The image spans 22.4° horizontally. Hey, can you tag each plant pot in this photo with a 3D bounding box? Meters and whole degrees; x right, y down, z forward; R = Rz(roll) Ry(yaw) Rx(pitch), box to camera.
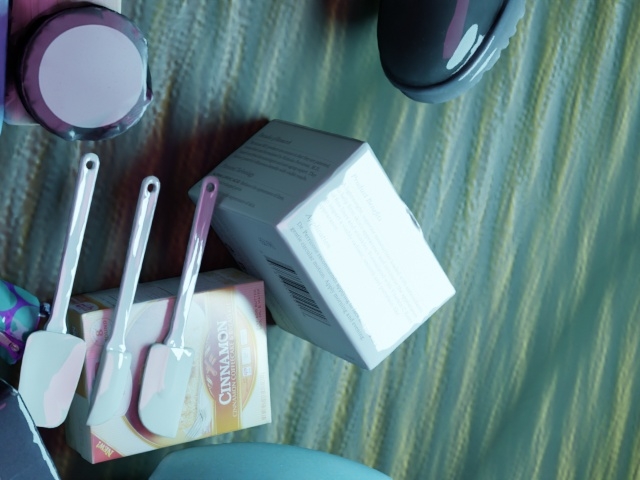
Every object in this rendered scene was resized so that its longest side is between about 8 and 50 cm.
[{"bbox_3d":[-0.088,0.300,1.485,0.195,0.290,0.290,28,83,3],"label":"plant pot"}]

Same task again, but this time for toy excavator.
[{"bbox_3d":[-0.357,-0.285,1.225,0.445,0.222,0.433,-1,104,-19],"label":"toy excavator"}]

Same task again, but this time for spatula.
[{"bbox_3d":[-0.173,0.050,1.425,0.168,0.019,0.242,11,92,-31],"label":"spatula"}]

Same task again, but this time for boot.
[{"bbox_3d":[0.045,-0.381,1.423,0.445,0.146,0.367,38,66,-48],"label":"boot"}]

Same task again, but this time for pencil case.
[{"bbox_3d":[-0.313,0.051,1.387,0.151,0.070,0.064,27,109,-31],"label":"pencil case"}]

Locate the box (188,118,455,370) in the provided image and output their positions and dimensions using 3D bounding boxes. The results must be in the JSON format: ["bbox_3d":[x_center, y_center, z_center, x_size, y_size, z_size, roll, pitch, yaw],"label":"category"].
[{"bbox_3d":[0.000,0.000,1.506,0.119,0.182,0.181,-41,118,-17],"label":"box"}]

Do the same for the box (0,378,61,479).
[{"bbox_3d":[-0.395,0.394,1.262,0.471,0.297,0.480,-32,115,-25],"label":"box"}]

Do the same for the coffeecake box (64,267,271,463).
[{"bbox_3d":[-0.145,0.113,1.505,0.185,0.068,0.142,-10,105,-29],"label":"coffeecake box"}]
